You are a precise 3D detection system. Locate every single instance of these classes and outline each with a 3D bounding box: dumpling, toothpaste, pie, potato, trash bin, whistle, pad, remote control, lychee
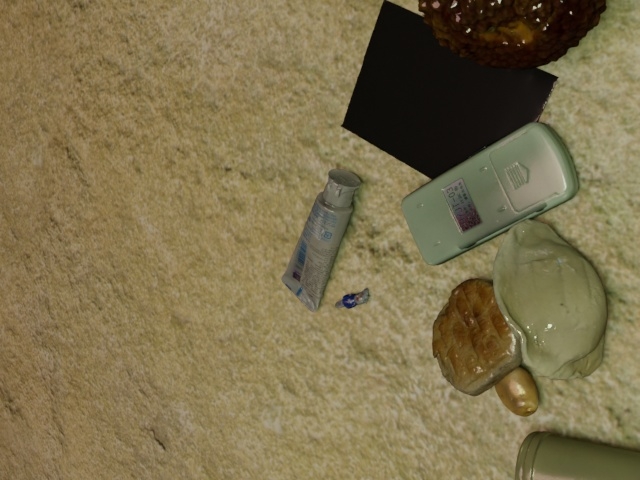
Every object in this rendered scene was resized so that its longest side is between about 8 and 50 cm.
[{"bbox_3d":[0.329,0.090,1.070,0.131,0.180,0.251,-25,78,60],"label":"dumpling"},{"bbox_3d":[0.000,0.000,1.431,0.114,0.073,0.299,42,128,29],"label":"toothpaste"},{"bbox_3d":[0.257,0.154,1.204,0.195,0.046,0.195,-14,73,53],"label":"pie"},{"bbox_3d":[0.320,0.245,1.179,0.068,0.063,0.083,95,171,-46],"label":"potato"},{"bbox_3d":[0.428,0.418,1.073,0.248,0.121,0.243,-2,95,38],"label":"trash bin"},{"bbox_3d":[0.062,0.115,1.412,0.083,0.029,0.033,-20,45,36],"label":"whistle"},{"bbox_3d":[0.202,-0.238,1.257,0.368,0.007,0.247,35,117,32],"label":"pad"},{"bbox_3d":[0.267,-0.074,1.179,0.296,0.056,0.140,-32,76,38],"label":"remote control"},{"bbox_3d":[0.268,-0.380,1.028,0.268,0.268,0.267,6,100,41],"label":"lychee"}]
